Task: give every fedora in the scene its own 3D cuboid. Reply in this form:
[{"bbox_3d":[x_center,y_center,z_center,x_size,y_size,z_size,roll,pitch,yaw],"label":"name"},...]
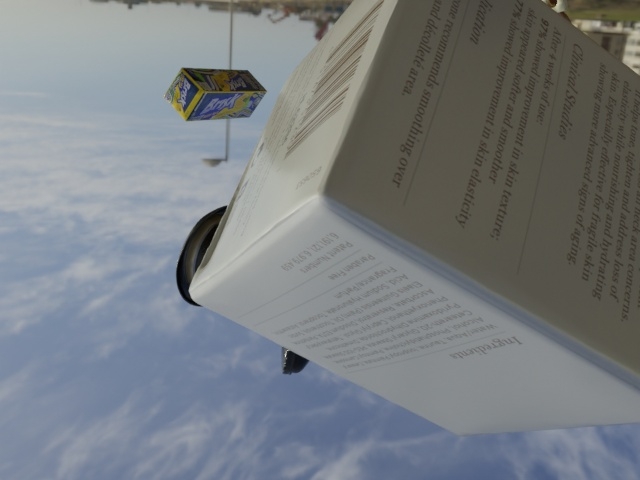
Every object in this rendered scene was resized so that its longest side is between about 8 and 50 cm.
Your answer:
[{"bbox_3d":[-0.256,0.071,1.922,0.152,0.334,0.334,28,-152,28],"label":"fedora"}]

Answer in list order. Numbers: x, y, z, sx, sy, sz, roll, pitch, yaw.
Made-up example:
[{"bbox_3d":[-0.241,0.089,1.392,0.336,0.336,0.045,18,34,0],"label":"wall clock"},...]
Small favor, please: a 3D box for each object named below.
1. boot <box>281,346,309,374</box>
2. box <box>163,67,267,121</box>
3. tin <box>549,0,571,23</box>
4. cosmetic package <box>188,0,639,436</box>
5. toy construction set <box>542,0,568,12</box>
[{"bbox_3d":[0.048,0.138,1.177,0.207,0.246,0.094,11,-162,-9],"label":"boot"},{"bbox_3d":[-0.155,-0.222,1.027,0.054,0.059,0.169,47,-152,12],"label":"box"},{"bbox_3d":[0.534,-0.509,1.530,0.040,0.106,0.189,-35,177,24],"label":"tin"},{"bbox_3d":[0.137,-0.025,0.716,0.393,0.329,0.327,30,151,-16],"label":"cosmetic package"},{"bbox_3d":[0.355,-0.492,1.059,0.151,0.215,0.328,7,-138,21],"label":"toy construction set"}]
